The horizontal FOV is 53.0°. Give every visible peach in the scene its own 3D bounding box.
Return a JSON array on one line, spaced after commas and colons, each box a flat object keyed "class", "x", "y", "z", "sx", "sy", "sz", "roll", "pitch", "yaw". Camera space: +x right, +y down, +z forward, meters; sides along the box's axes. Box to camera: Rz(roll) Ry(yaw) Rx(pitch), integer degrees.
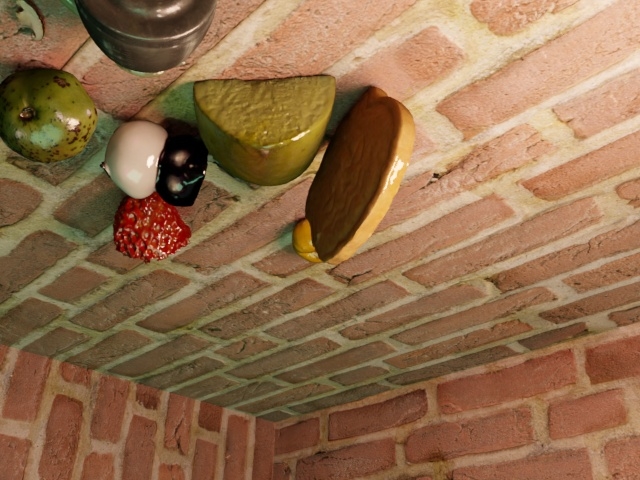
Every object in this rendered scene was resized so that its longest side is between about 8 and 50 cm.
[{"class": "peach", "x": 0.000, "y": 0.000, "z": 1.916, "sx": 0.179, "sy": 0.103, "sz": 0.179, "roll": 4, "pitch": 151, "yaw": 2}]

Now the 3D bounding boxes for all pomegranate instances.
[{"class": "pomegranate", "x": -0.604, "y": -0.277, "z": 1.429, "sx": 0.214, "sy": 0.215, "sz": 0.248, "roll": 6, "pitch": -175, "yaw": -8}]

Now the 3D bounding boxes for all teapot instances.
[{"class": "teapot", "x": -0.355, "y": -0.410, "z": 1.139, "sx": 0.321, "sy": 0.240, "sz": 0.239, "roll": 5, "pitch": 162, "yaw": -17}]

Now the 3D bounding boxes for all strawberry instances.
[{"class": "strawberry", "x": -0.479, "y": -0.065, "z": 1.797, "sx": 0.233, "sy": 0.234, "sz": 0.178, "roll": 1, "pitch": 120, "yaw": 0}]

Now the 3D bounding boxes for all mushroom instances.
[{"class": "mushroom", "x": -0.580, "y": -0.444, "z": 1.284, "sx": 0.049, "sy": 0.019, "sz": 0.101, "roll": 1, "pitch": 146, "yaw": -1}]

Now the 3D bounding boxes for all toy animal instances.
[{"class": "toy animal", "x": -0.393, "y": -0.187, "z": 1.532, "sx": 0.234, "sy": 0.187, "sz": 0.165, "roll": 14, "pitch": 168, "yaw": -14}]

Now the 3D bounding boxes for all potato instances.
[{"class": "potato", "x": -0.125, "y": -0.208, "z": 1.477, "sx": 0.330, "sy": 0.213, "sz": 0.280, "roll": 0, "pitch": 148, "yaw": 4}]

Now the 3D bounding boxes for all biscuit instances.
[{"class": "biscuit", "x": 0.069, "y": -0.147, "z": 1.414, "sx": 0.062, "sy": 0.365, "sz": 0.385, "roll": 18, "pitch": 118, "yaw": -22}]

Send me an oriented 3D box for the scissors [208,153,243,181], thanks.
[{"class": "scissors", "x": -0.286, "y": -0.212, "z": 1.654, "sx": 0.299, "sy": 0.022, "sz": 0.109, "roll": 12, "pitch": 143, "yaw": -16}]
